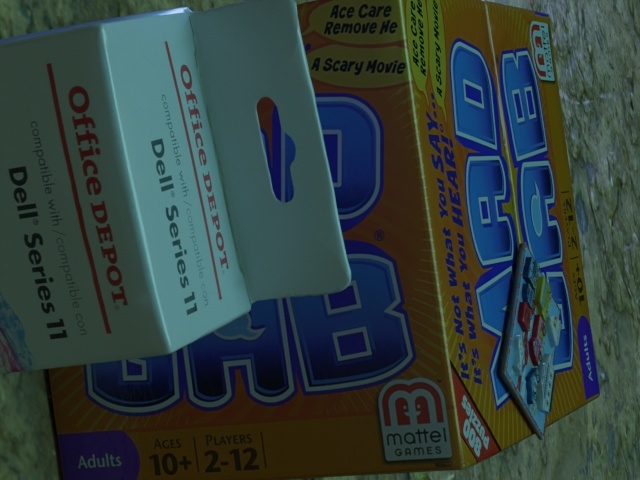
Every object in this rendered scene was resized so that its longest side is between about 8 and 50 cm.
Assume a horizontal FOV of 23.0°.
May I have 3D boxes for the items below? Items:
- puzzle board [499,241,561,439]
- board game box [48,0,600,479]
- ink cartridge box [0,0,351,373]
[{"bbox_3d":[0.172,0.080,1.255,0.096,0.011,0.128,56,38,-42],"label":"puzzle board"},{"bbox_3d":[0.000,0.000,1.348,0.356,0.356,0.357,-9,91,-63],"label":"board game box"},{"bbox_3d":[-0.175,-0.028,1.003,0.119,0.353,0.207,-27,106,-63],"label":"ink cartridge box"}]
